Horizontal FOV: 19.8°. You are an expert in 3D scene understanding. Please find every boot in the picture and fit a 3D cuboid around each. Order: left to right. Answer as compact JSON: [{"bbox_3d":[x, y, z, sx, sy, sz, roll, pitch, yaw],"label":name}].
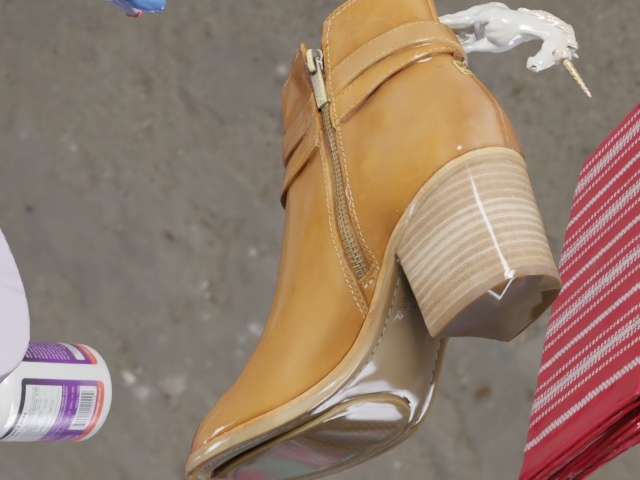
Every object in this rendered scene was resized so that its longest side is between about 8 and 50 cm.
[{"bbox_3d":[0.000,0.000,1.061,0.283,0.109,0.220,-45,52,36],"label":"boot"}]

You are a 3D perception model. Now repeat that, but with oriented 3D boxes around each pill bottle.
[{"bbox_3d":[-0.325,0.159,1.939,0.108,0.193,0.108,-6,81,41],"label":"pill bottle"}]

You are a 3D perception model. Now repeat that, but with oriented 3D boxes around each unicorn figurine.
[{"bbox_3d":[0.134,-0.160,1.430,0.111,0.162,0.060,-9,117,-5],"label":"unicorn figurine"}]

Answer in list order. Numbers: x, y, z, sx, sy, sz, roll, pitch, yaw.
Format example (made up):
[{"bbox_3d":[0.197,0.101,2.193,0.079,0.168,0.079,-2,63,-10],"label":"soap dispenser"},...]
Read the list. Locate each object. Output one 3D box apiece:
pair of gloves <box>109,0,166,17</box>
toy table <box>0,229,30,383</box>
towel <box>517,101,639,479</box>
[{"bbox_3d":[-0.218,-0.241,1.623,0.159,0.023,0.198,28,179,-17],"label":"pair of gloves"},{"bbox_3d":[-0.318,0.025,1.190,0.161,0.252,0.274,-44,56,24],"label":"toy table"},{"bbox_3d":[0.197,0.025,1.201,0.031,0.275,0.199,21,150,-10],"label":"towel"}]
